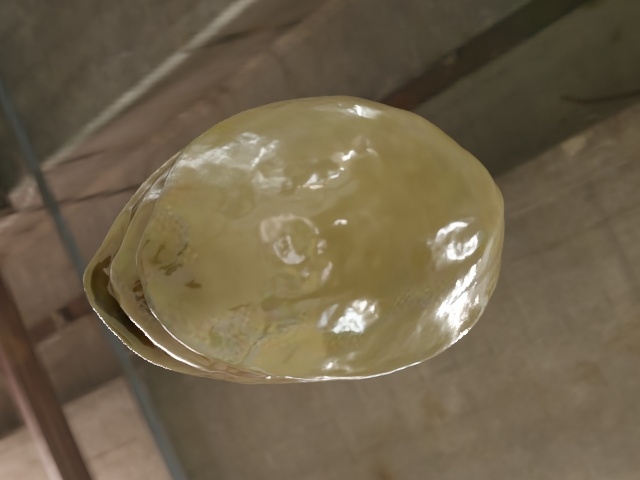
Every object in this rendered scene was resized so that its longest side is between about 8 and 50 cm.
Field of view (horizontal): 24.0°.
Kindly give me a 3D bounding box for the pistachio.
[{"bbox_3d":[0.000,0.000,0.945,0.162,0.293,0.182,-21,-98,50],"label":"pistachio"}]
